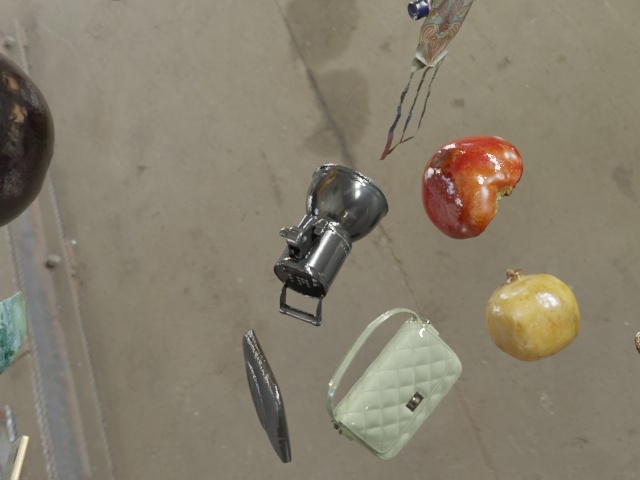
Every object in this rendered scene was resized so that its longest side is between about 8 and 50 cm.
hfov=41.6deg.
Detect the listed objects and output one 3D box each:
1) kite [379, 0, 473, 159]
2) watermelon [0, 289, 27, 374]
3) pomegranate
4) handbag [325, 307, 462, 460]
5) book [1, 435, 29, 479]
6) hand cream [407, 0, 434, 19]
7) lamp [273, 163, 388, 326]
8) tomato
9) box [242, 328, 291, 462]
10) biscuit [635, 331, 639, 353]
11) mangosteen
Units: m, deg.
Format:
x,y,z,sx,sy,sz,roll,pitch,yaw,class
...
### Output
x,y,z,sx,sy,sz,roll,pitch,yaw,class
0.116,-0.187,0.878,0.016,0.127,0.229,32,123,20,kite
-0.358,0.101,0.858,0.094,0.180,0.081,-1,102,29,watermelon
0.414,0.140,1.658,0.196,0.196,0.196,-12,67,30,pomegranate
0.120,0.247,1.484,0.256,0.219,0.079,-51,35,-8,handbag
-0.424,0.352,1.124,0.118,0.012,0.172,-35,42,57,book
0.231,-0.447,1.547,0.163,0.062,0.039,-30,27,-24,hand cream
0.000,0.000,1.390,0.147,0.172,0.227,18,60,23,lamp
0.294,-0.130,1.756,0.233,0.140,0.200,-60,31,-3,tomato
-0.101,0.292,1.570,0.042,0.212,0.201,-16,44,-13,box
0.429,0.125,0.954,0.130,0.019,0.119,-34,40,-2,biscuit
-0.694,-0.204,1.569,0.382,0.435,0.382,1,80,-7,mangosteen
